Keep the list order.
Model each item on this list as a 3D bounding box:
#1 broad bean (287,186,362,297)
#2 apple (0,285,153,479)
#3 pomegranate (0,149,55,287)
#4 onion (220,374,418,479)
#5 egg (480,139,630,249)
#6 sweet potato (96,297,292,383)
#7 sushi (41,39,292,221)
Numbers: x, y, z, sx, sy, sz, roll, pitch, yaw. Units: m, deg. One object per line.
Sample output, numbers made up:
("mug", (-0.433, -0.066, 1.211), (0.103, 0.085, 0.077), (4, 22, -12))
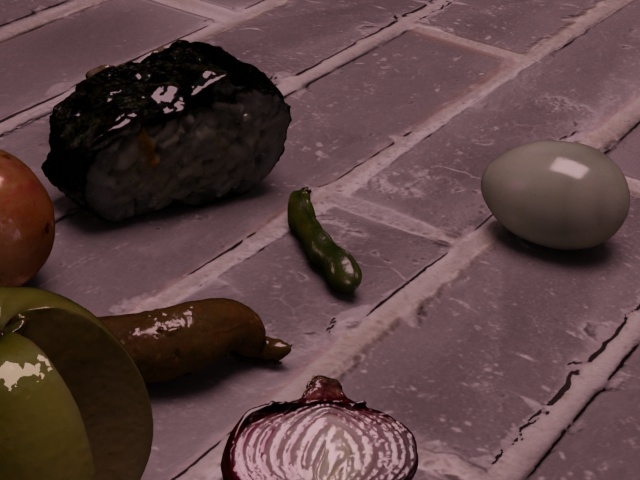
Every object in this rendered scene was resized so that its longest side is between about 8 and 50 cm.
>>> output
("broad bean", (-0.001, 0.001, 2.040), (0.053, 0.052, 0.256), (-24, 34, -4))
("apple", (-0.301, 0.183, 1.452), (0.292, 0.254, 0.292), (0, 26, 0))
("pomegranate", (-0.421, -0.022, 1.880), (0.191, 0.191, 0.191), (4, 29, -2))
("onion", (-0.006, 0.225, 1.574), (0.206, 0.098, 0.151), (6, 53, -12))
("egg", (0.323, -0.065, 2.110), (0.209, 0.151, 0.151), (15, 30, 21))
("sweet potato", (-0.184, 0.116, 1.757), (0.310, 0.098, 0.124), (-1, 8, -7))
("sushi", (-0.217, -0.153, 2.127), (0.350, 0.211, 0.171), (-21, 44, -24))
